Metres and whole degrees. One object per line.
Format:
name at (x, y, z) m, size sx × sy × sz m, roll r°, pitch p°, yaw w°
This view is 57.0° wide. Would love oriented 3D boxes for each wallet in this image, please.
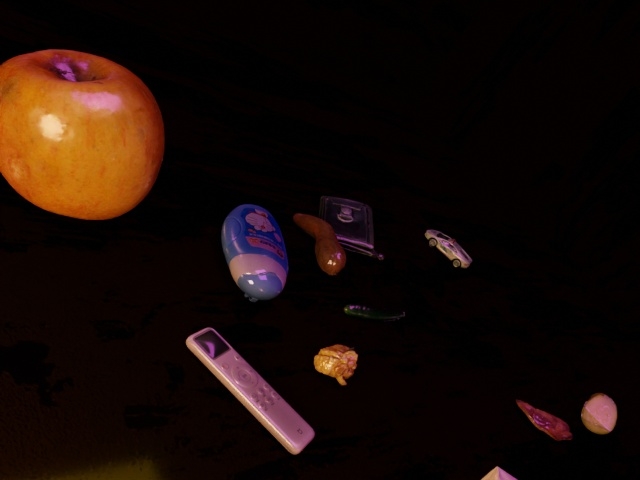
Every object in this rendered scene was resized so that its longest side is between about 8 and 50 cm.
wallet at (0.072, -0.050, 1.652) m, size 0.160 × 0.055 × 0.236 m, roll 15°, pitch 29°, yaw -6°

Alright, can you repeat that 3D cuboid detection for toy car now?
toy car at (0.433, 0.022, 1.990) m, size 0.186 × 0.058 × 0.093 m, roll 43°, pitch 28°, yaw 13°

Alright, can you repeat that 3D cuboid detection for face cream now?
face cream at (-0.138, 0.027, 1.242) m, size 0.149 × 0.083 × 0.263 m, roll 20°, pitch 30°, yaw -24°

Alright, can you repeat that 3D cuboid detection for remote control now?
remote control at (-0.114, 0.239, 0.967) m, size 0.261 × 0.029 × 0.067 m, roll 42°, pitch 26°, yaw 13°

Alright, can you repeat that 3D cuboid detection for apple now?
apple at (-0.428, -0.180, 1.044) m, size 0.299 × 0.275 × 0.299 m, roll 16°, pitch 34°, yaw -11°

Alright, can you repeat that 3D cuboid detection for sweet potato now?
sweet potato at (0.005, -0.001, 1.486) m, size 0.081 × 0.062 × 0.233 m, roll -4°, pitch 40°, yaw -27°

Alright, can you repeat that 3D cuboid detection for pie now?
pie at (0.556, 0.446, 1.440) m, size 0.170 × 0.034 × 0.092 m, roll 25°, pitch 23°, yaw -23°

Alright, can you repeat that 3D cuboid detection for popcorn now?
popcorn at (0.038, 0.226, 1.123) m, size 0.084 × 0.084 × 0.084 m, roll 28°, pitch 26°, yaw -15°

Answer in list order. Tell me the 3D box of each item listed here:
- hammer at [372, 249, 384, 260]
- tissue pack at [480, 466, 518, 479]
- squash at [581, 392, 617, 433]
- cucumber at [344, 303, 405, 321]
hammer at (0.126, -0.017, 1.715) m, size 0.078 × 0.021 × 0.201 m, roll 22°, pitch 28°, yaw -27°
tissue pack at (0.298, 0.482, 0.881) m, size 0.225 × 0.185 × 0.124 m, roll 34°, pitch 29°, yaw -3°
squash at (0.780, 0.461, 1.645) m, size 0.090 × 0.075 × 0.200 m, roll 17°, pitch 16°, yaw 24°
cucumber at (0.128, 0.172, 1.383) m, size 0.184 × 0.033 × 0.036 m, roll 13°, pitch 58°, yaw -39°
